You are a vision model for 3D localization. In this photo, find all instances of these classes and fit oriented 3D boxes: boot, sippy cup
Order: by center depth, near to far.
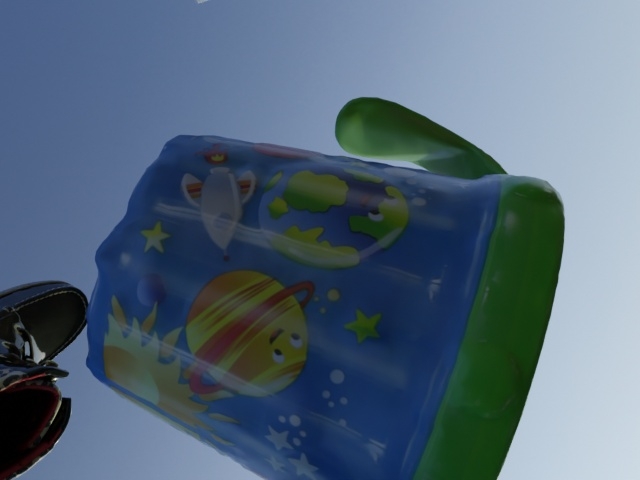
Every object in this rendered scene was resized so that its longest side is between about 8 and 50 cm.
[{"bbox_3d":[-0.005,0.044,0.416,0.305,0.224,0.240,-54,-19,-69],"label":"sippy cup"},{"bbox_3d":[-0.234,0.104,0.528,0.236,0.179,0.085,-35,-62,-50],"label":"boot"}]

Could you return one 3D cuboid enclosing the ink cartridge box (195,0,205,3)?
[{"bbox_3d":[-0.172,-0.407,0.938,0.135,0.056,0.099,81,168,-79],"label":"ink cartridge box"}]
